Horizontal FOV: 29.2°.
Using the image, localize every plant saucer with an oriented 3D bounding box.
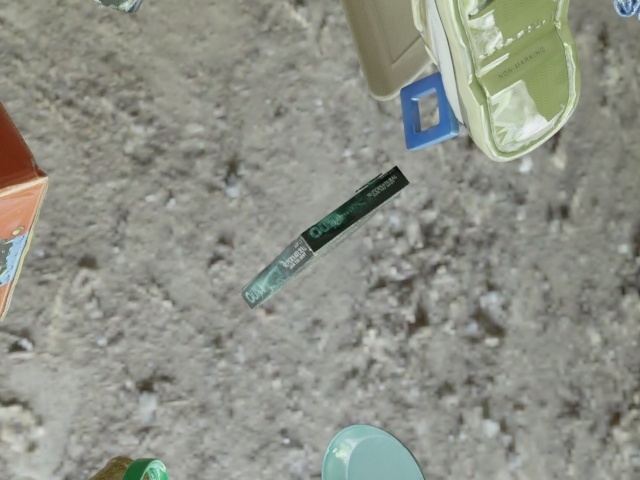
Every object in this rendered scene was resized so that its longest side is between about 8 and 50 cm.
[{"bbox_3d":[0.051,0.210,1.031,0.021,0.119,0.119,-12,91,-46],"label":"plant saucer"}]

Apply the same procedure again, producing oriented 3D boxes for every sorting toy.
[{"bbox_3d":[0.099,-0.256,1.172,0.047,0.196,0.347,3,62,-38],"label":"sorting toy"}]

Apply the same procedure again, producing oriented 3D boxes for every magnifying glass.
[{"bbox_3d":[-0.189,0.273,1.153,0.231,0.026,0.092,-33,124,-73],"label":"magnifying glass"}]

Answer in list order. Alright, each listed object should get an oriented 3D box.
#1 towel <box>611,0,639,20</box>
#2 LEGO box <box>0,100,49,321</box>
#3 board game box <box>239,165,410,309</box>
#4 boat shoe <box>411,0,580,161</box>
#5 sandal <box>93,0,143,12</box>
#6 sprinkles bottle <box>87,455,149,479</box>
[{"bbox_3d":[0.223,-0.324,0.866,0.209,0.034,0.285,-86,176,-54],"label":"towel"},{"bbox_3d":[-0.460,-0.126,0.745,0.372,0.193,0.500,-23,70,-35],"label":"LEGO box"},{"bbox_3d":[0.000,0.000,1.181,0.126,0.186,0.026,-36,87,-28],"label":"board game box"},{"bbox_3d":[0.094,-0.169,0.733,0.103,0.113,0.302,55,-13,30],"label":"boat shoe"},{"bbox_3d":[-0.209,-0.246,0.995,0.097,0.054,0.254,19,26,-31],"label":"sandal"},{"bbox_3d":[-0.378,0.449,1.719,0.355,0.121,0.121,-37,112,-40],"label":"sprinkles bottle"}]
